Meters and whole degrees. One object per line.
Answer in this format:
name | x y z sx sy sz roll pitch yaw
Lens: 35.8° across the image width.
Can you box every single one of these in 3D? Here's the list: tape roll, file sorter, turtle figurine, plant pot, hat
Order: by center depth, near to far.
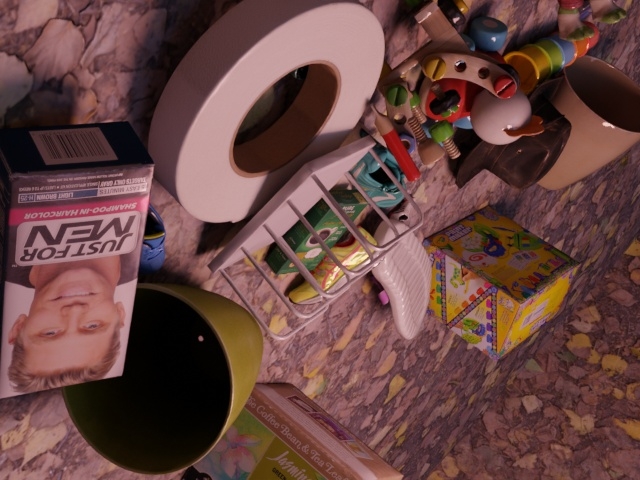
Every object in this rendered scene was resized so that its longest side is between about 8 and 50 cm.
tape roll | -0.071 -0.190 1.415 0.392 0.072 0.392 -37 156 -20
plant pot | -0.205 0.182 1.533 0.275 0.274 0.293 -61 167 14
file sorter | 0.000 0.000 1.575 0.277 0.173 0.193 -44 172 36
turtle figurine | 0.483 -0.496 1.730 0.198 0.274 0.266 -54 133 -49
hat | 0.448 -0.201 2.142 0.331 0.134 0.331 -43 170 -10
plant pot | 0.604 -0.255 2.354 0.256 0.256 0.274 -25 158 -45

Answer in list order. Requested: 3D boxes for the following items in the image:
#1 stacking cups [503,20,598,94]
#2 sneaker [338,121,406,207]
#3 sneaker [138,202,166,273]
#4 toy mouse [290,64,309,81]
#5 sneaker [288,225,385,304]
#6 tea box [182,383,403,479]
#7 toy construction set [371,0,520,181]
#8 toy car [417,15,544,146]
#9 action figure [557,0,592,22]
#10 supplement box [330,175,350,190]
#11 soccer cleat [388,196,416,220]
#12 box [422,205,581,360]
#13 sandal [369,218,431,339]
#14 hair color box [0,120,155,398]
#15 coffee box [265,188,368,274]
stacking cups | 0.503 -0.413 2.152 0.316 0.096 0.096 -36 149 -41
sneaker | 0.105 -0.115 1.810 0.107 0.110 0.275 -53 154 -2
sneaker | -0.251 0.000 1.398 0.069 0.082 0.209 -46 154 -21
toy mouse | -0.020 -0.293 1.484 0.143 0.031 0.161 -39 150 -28
sneaker | 0.018 0.046 1.912 0.208 0.081 0.094 -35 105 -7
tea box | -0.074 0.509 2.009 0.324 0.329 0.220 -59 153 7
toy construction set | 0.158 -0.271 1.628 0.257 0.237 0.309 -20 -159 36
toy car | 0.327 -0.258 1.859 0.210 0.238 0.219 -31 146 -39
action figure | 0.587 -0.597 1.969 0.341 0.179 0.330 -31 161 10
supplement box | 0.009 -0.105 1.746 0.062 0.036 0.098 -50 154 -7
soccer cleat | 0.177 -0.061 2.073 0.083 0.035 0.029 -38 149 -29
box | 0.410 0.092 2.363 0.290 0.279 0.177 -25 141 -44
sandal | 0.160 0.071 2.142 0.169 0.102 0.416 -61 154 -24
hair color box | -0.322 0.028 1.235 0.173 0.105 0.347 -8 131 -30
coffee box | -0.006 -0.016 1.767 0.113 0.040 0.184 -6 142 -51
